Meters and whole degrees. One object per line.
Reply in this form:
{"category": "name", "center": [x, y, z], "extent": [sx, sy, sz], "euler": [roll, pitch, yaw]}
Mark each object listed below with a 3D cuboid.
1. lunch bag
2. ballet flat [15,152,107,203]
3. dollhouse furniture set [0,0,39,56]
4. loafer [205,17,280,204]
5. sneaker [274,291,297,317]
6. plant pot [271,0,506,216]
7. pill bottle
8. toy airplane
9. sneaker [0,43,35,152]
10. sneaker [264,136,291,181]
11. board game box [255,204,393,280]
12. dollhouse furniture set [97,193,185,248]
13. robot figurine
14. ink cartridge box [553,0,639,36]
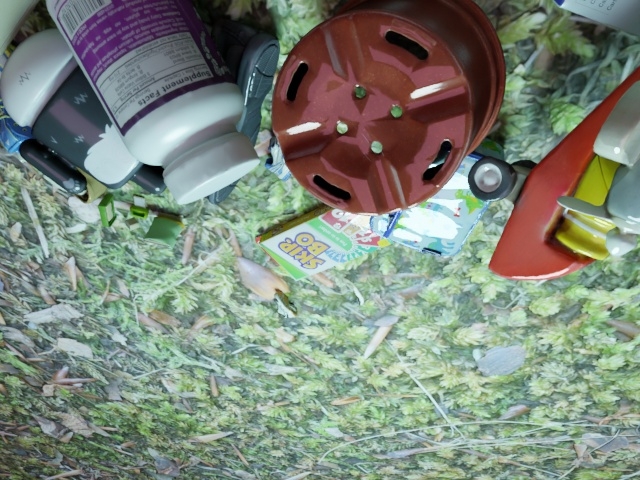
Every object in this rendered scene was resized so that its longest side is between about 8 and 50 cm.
{"category": "lunch bag", "center": [0.183, -0.080, 0.853], "extent": [0.176, 0.090, 0.218], "euler": [21, 133, -4]}
{"category": "ballet flat", "center": [-0.493, -0.153, 0.933], "extent": [0.232, 0.073, 0.080], "euler": [38, 130, -23]}
{"category": "dollhouse furniture set", "center": [-0.572, -0.363, 0.654], "extent": [0.304, 0.198, 0.286], "euler": [23, 169, 19]}
{"category": "loafer", "center": [-0.150, -0.196, 0.817], "extent": [0.095, 0.109, 0.302], "euler": [32, 128, 8]}
{"category": "sneaker", "center": [-0.086, 0.148, 1.164], "extent": [0.037, 0.031, 0.083], "euler": [-16, 127, 25]}
{"category": "plant pot", "center": [0.081, -0.165, 0.615], "extent": [0.273, 0.265, 0.272], "euler": [7, 116, 15]}
{"category": "pill bottle", "center": [-0.205, -0.207, 0.679], "extent": [0.169, 0.169, 0.301], "euler": [-26, 95, 31]}
{"category": "toy airplane", "center": [0.394, -0.100, 0.582], "extent": [0.386, 0.272, 0.384], "euler": [-31, 157, -9]}
{"category": "sneaker", "center": [-0.488, -0.220, 0.831], "extent": [0.091, 0.126, 0.240], "euler": [-27, 123, 31]}
{"category": "sneaker", "center": [-0.057, -0.156, 0.856], "extent": [0.058, 0.052, 0.135], "euler": [26, 132, -7]}
{"category": "board game box", "center": [0.000, 0.000, 1.006], "extent": [0.260, 0.039, 0.124], "euler": [-22, 125, 32]}
{"category": "dollhouse furniture set", "center": [-0.344, -0.044, 1.004], "extent": [0.152, 0.076, 0.058], "euler": [14, 135, 0]}
{"category": "robot figurine", "center": [-0.338, -0.192, 0.800], "extent": [0.278, 0.209, 0.174], "euler": [38, 146, -24]}
{"category": "ink cartridge box", "center": [0.373, -0.356, 0.578], "extent": [0.224, 0.045, 0.223], "euler": [17, 134, -5]}
